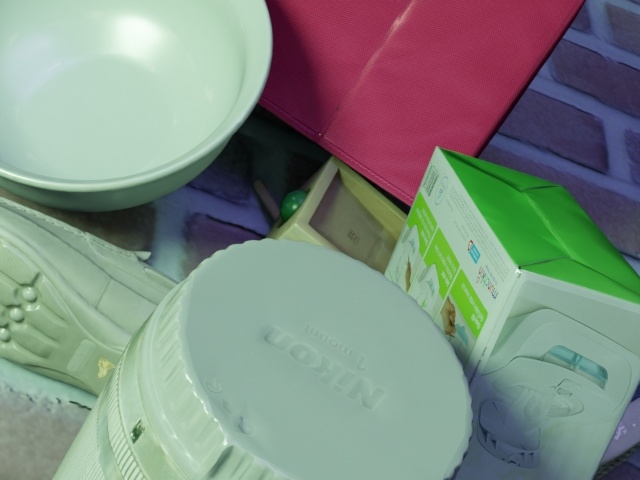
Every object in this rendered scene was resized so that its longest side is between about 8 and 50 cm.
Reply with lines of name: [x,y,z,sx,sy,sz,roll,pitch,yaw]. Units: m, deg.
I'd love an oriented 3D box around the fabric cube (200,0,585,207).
fabric cube: [0.081,-0.215,1.402,0.259,0.258,0.254,34,17,1]

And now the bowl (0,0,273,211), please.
bowl: [-0.188,-0.131,1.261,0.297,0.134,0.298,2,58,-3]

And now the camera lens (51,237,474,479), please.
camera lens: [-0.052,0.160,0.979,0.219,0.274,0.219,18,41,-17]

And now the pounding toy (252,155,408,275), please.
pounding toy: [0.000,0.000,1.334,0.141,0.100,0.130,39,39,-9]

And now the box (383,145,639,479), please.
box: [0.121,0.086,1.139,0.126,0.231,0.262,16,18,-14]

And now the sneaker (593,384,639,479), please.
sneaker: [0.297,0.099,1.385,0.350,0.131,0.148,-19,66,-43]

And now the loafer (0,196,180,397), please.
loafer: [-0.173,0.050,1.150,0.319,0.112,0.111,35,34,-10]
